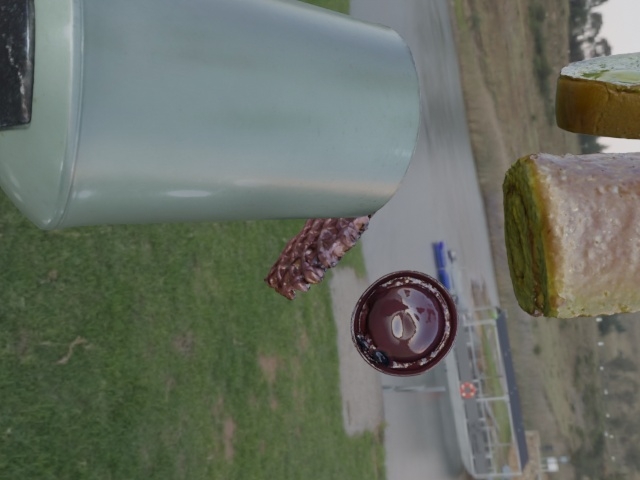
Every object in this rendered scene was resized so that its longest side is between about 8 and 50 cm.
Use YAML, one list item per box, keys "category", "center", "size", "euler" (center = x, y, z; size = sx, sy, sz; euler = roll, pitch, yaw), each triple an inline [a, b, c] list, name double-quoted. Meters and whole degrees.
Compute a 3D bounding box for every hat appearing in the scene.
- category: "hat"
  center: [0.154, 0.152, 1.194]
  size: [0.089, 0.206, 0.205]
  euler: [39, 44, -75]

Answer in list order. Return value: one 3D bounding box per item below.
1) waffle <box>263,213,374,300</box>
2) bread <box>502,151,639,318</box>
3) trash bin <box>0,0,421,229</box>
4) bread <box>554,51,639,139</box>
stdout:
- category: "waffle"
  center: [0.000, 0.000, 1.050]
  size: [0.055, 0.234, 0.221]
  euler: [43, 74, -17]
- category: "bread"
  center: [0.228, -0.005, 0.469]
  size: [0.103, 0.172, 0.131]
  euler: [85, 0, -73]
- category: "trash bin"
  center: [-0.135, -0.148, 0.693]
  size: [0.432, 0.280, 0.280]
  euler: [0, 78, -31]
- category: "bread"
  center: [0.397, -0.175, 0.753]
  size: [0.236, 0.236, 0.069]
  euler: [-62, 147, -63]
